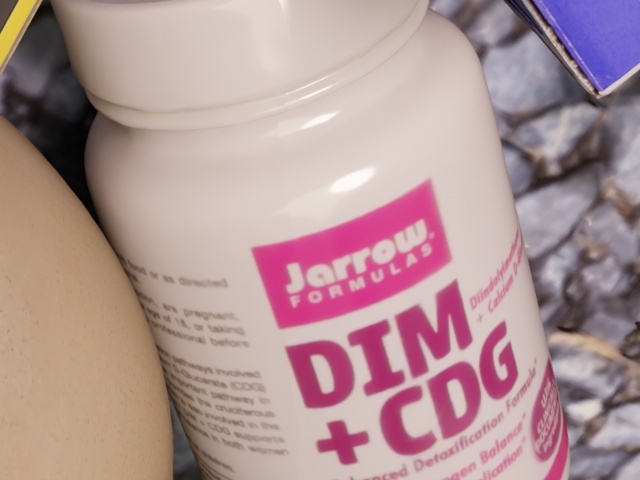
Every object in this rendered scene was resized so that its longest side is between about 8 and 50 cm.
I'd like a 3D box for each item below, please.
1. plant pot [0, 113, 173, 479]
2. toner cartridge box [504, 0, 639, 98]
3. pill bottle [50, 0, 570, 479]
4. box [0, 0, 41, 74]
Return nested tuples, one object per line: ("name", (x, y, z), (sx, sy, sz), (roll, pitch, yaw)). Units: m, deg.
("plant pot", (-0.165, 0.078, 0.564), (0.284, 0.284, 0.191), (-45, 145, 12))
("toner cartridge box", (0.163, -0.209, 0.436), (0.348, 0.165, 0.075), (-38, 131, 7))
("pill bottle", (0.000, 0.000, 0.623), (0.160, 0.160, 0.283), (-21, 122, -4))
("box", (-0.186, -0.103, 0.445), (0.079, 0.257, 0.322), (12, 114, -53))
